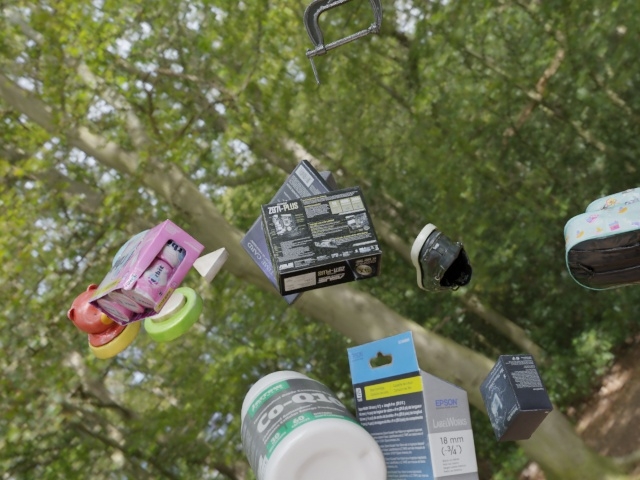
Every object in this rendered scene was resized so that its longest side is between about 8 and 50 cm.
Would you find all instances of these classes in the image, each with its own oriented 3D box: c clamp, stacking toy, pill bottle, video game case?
[{"bbox_3d":[0.040,-0.367,1.409,0.161,0.137,0.022,-25,-2,12],"label":"c clamp"},{"bbox_3d":[-0.368,0.085,1.710,0.130,0.280,0.309,56,-140,-32],"label":"stacking toy"},{"bbox_3d":[-0.030,0.362,1.438,0.204,0.204,0.361,-54,16,-4],"label":"pill bottle"},{"bbox_3d":[-0.050,-0.015,1.791,0.026,0.196,0.274,-17,-28,-53],"label":"video game case"}]

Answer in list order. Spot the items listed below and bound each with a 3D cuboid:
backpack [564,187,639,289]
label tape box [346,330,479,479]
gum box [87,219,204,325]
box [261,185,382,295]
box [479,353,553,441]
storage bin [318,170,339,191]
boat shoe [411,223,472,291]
[{"bbox_3d":[0.537,0.003,1.462,0.166,0.188,0.144,52,-151,-39],"label":"backpack"},{"bbox_3d":[0.167,0.345,1.481,0.106,0.333,0.241,1,-15,-28],"label":"label tape box"},{"bbox_3d":[-0.233,0.046,1.075,0.188,0.062,0.107,-20,36,59],"label":"gum box"},{"bbox_3d":[0.000,0.000,1.392,0.180,0.147,0.077,-12,-33,-8],"label":"box"},{"bbox_3d":[0.480,0.388,1.998,0.093,0.158,0.156,0,-41,-15],"label":"box"},{"bbox_3d":[-0.020,-0.099,1.833,0.091,0.135,0.098,68,-149,-30],"label":"storage bin"},{"bbox_3d":[0.303,0.064,1.912,0.127,0.113,0.340,-55,-24,-12],"label":"boat shoe"}]
